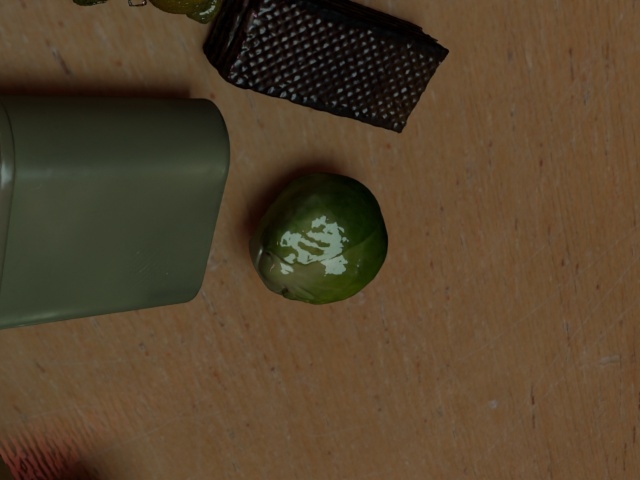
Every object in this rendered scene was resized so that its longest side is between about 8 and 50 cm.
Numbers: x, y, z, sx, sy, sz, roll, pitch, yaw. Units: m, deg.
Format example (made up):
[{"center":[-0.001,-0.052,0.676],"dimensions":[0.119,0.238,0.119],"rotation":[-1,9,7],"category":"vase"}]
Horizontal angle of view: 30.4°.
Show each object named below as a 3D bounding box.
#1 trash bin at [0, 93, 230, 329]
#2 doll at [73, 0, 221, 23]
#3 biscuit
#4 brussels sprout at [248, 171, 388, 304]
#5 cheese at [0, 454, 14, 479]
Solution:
[{"center":[-0.229,-0.030,1.132],"dimensions":[0.247,0.121,0.243],"rotation":[-6,126,-33],"category":"trash bin"},{"center":[-0.171,-0.252,1.018],"dimensions":[0.210,0.097,0.137],"rotation":[1,127,-26],"category":"doll"},{"center":[0.010,-0.189,1.191],"dimensions":[0.252,0.070,0.106],"rotation":[12,117,-38],"category":"biscuit"},{"center":[0.000,-0.001,1.295],"dimensions":[0.155,0.117,0.155],"rotation":[-3,117,-7],"category":"brussels sprout"},{"center":[-0.426,0.220,1.104],"dimensions":[0.265,0.242,0.124],"rotation":[30,95,-42],"category":"cheese"}]
